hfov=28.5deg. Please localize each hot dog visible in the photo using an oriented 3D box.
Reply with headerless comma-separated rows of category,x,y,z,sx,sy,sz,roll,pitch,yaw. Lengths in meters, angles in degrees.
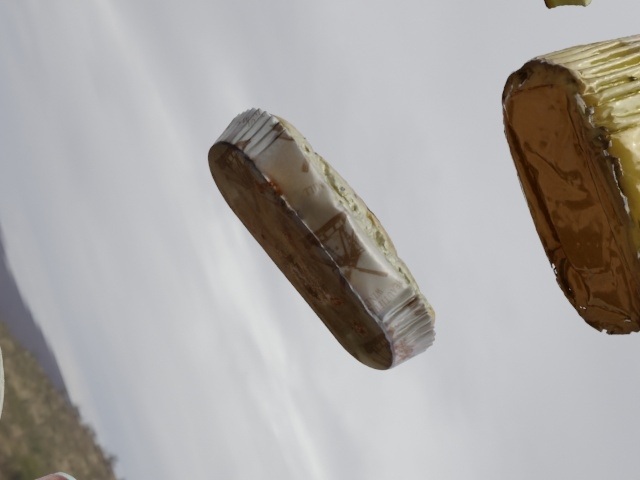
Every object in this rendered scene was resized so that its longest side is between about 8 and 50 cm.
hot dog,0.000,0.000,1.115,0.268,0.075,0.144,52,-23,-1

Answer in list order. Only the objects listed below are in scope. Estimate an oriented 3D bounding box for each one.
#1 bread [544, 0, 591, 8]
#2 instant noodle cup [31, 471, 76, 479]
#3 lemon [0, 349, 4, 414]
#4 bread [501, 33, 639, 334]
bread,0.211,-0.317,1.072,0.088,0.049,0.226,-61,148,-48
instant noodle cup,-0.410,0.450,1.572,0.294,0.308,0.293,14,-68,39
lemon,-0.262,0.082,0.645,0.248,0.184,0.184,-29,-101,48
bread,0.202,-0.039,0.820,0.132,0.114,0.190,-1,-74,69
